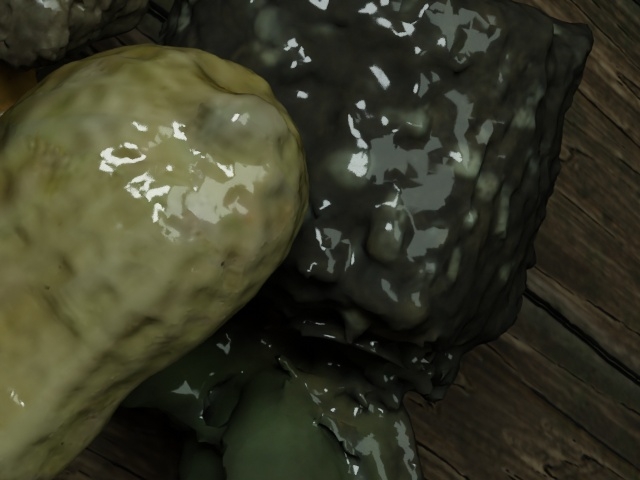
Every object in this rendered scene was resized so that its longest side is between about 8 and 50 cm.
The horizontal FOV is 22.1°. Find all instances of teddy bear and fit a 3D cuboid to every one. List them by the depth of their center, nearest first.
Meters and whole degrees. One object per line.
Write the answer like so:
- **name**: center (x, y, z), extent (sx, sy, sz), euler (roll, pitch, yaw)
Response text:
- **teddy bear**: center (-0.143, -0.129, 0.786), extent (0.140, 0.190, 0.177), euler (17, 75, -24)

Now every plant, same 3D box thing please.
- **plant**: center (0.000, 0.000, 0.865), extent (0.213, 0.215, 0.312), euler (-8, 115, -63)

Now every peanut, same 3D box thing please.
- **peanut**: center (-0.134, 0.024, 0.734), extent (0.143, 0.291, 0.159), euler (48, 7, -15)
